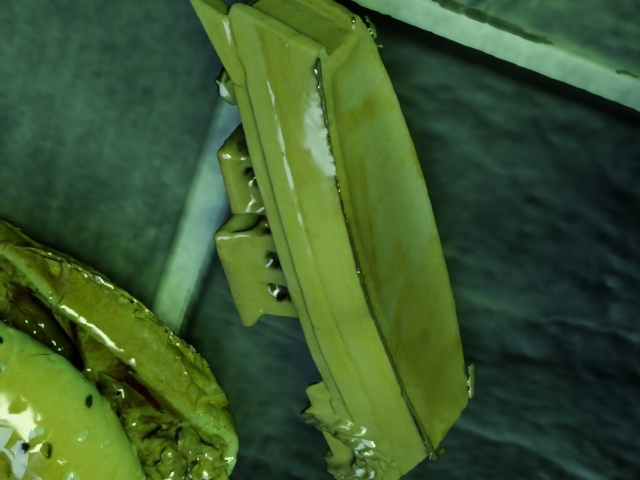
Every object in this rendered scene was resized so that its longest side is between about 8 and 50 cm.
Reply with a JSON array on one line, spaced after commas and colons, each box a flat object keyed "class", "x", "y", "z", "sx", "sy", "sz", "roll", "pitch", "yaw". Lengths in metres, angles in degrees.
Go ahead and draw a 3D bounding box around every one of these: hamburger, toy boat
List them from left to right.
[{"class": "hamburger", "x": -0.125, "y": 0.086, "z": 0.583, "sx": 0.177, "sy": 0.113, "sz": 0.185, "roll": 7, "pitch": 125, "yaw": 7}, {"class": "toy boat", "x": 0.000, "y": 0.000, "z": 0.530, "sx": 0.072, "sy": 0.064, "sz": 0.206, "roll": 4, "pitch": 125, "yaw": 33}]
